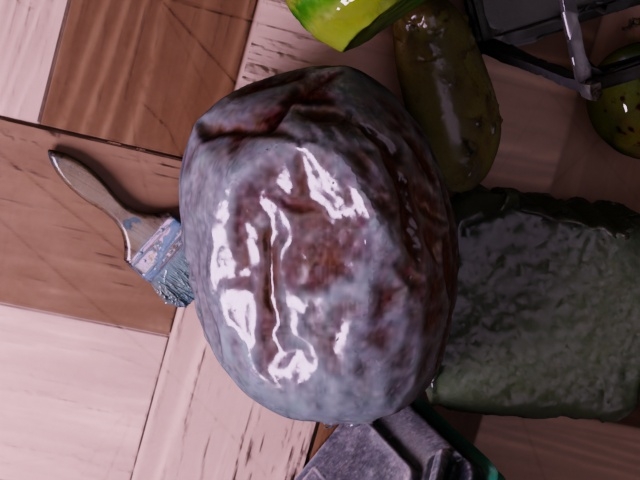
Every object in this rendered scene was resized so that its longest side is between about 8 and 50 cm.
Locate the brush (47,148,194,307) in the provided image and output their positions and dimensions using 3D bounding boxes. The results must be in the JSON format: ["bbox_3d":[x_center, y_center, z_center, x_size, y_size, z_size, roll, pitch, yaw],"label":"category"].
[{"bbox_3d":[-0.176,-0.018,1.613,0.196,0.021,0.070,43,90,-19],"label":"brush"}]

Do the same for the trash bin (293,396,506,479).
[{"bbox_3d":[0.127,0.363,1.674,0.381,0.259,0.295,39,90,-24],"label":"trash bin"}]

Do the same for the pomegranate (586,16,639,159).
[{"bbox_3d":[0.314,-0.139,1.671,0.130,0.130,0.130,-4,105,-15],"label":"pomegranate"}]

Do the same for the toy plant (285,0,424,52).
[{"bbox_3d":[-0.013,-0.329,1.508,0.224,0.184,0.316,-35,90,16],"label":"toy plant"}]

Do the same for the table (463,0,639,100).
[{"bbox_3d":[0.311,-0.292,1.550,0.335,0.272,0.222,-19,109,-11],"label":"table"}]

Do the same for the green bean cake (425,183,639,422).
[{"bbox_3d":[0.200,0.056,1.686,0.227,0.125,0.222,5,104,-16],"label":"green bean cake"}]

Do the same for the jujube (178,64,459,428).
[{"bbox_3d":[0.000,-0.002,1.565,0.246,0.215,0.308,5,102,15],"label":"jujube"}]

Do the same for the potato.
[{"bbox_3d":[0.114,-0.139,1.630,0.085,0.105,0.188,-10,106,27],"label":"potato"}]
